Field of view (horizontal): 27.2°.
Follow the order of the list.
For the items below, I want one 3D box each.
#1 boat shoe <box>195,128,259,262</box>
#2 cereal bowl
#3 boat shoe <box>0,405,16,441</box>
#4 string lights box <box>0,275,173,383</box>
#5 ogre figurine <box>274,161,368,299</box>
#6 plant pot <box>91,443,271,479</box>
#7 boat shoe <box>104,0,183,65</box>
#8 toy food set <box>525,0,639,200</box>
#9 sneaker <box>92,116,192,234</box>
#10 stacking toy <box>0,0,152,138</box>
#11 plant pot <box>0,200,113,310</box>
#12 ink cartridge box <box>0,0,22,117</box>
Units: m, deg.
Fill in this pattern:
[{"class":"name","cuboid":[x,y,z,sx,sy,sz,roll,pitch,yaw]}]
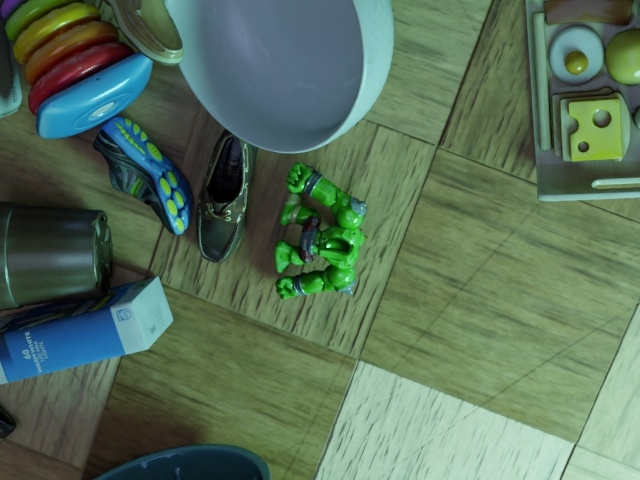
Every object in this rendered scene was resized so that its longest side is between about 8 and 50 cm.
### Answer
[{"class":"boat shoe","cuboid":[-0.137,-0.062,1.853,0.073,0.073,0.207,13,107,6]},{"class":"cereal bowl","cuboid":[-0.037,-0.290,1.712,0.339,0.141,0.339,20,123,34]},{"class":"boat shoe","cuboid":[-0.520,0.238,2.009,0.049,0.056,0.152,-35,105,11]},{"class":"string lights box","cuboid":[-0.358,0.133,1.908,0.259,0.133,0.077,-14,102,13]},{"class":"ogre figurine","cuboid":[0.000,0.000,1.834,0.118,0.097,0.197,16,95,18]},{"class":"plant pot","cuboid":[-0.189,0.523,1.892,0.341,0.341,0.334,-12,109,13]},{"class":"boat shoe","cuboid":[-0.234,-0.312,1.739,0.190,0.068,0.072,51,126,22]},{"class":"toy food set","cuboid":[0.381,-0.206,1.714,0.219,0.092,0.306,-3,103,10]},{"class":"sneaker","cuboid":[-0.251,-0.088,1.879,0.078,0.067,0.188,-33,98,37]},{"class":"stacking toy","cuboid":[-0.371,-0.302,1.792,0.175,0.166,0.302,-31,88,-16]},{"class":"plant pot","cuboid":[-0.387,0.022,1.879,0.165,0.167,0.167,-1,104,3]},{"class":"ink cartridge box","cuboid":[-0.573,-0.264,1.845,0.272,0.114,0.197,-3,104,4]}]
